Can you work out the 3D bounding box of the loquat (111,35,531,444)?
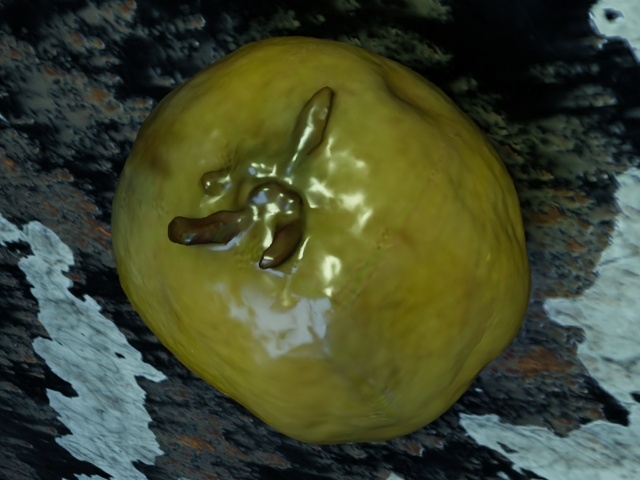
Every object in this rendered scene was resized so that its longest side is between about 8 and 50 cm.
[{"bbox_3d":[0.000,0.000,0.667,0.238,0.193,0.238,41,174,5],"label":"loquat"}]
